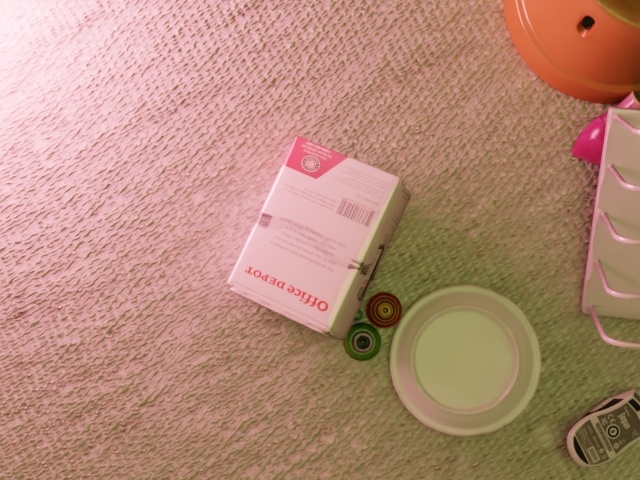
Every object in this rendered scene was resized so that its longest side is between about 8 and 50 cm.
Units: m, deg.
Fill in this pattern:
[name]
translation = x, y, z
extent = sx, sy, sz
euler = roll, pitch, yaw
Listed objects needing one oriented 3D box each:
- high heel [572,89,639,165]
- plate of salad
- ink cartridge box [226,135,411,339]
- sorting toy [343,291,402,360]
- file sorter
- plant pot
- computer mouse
[high heel]
translation = 0.462, -0.089, 1.371
extent = 0.244, 0.082, 0.117
euler = 34, 126, -15
[plate of salad]
translation = 0.192, 0.159, 1.351
extent = 0.199, 0.048, 0.200
euler = -1, 83, 9
[ink cartridge box]
translation = 0.000, 0.000, 1.317
extent = 0.158, 0.092, 0.218
euler = 24, 85, 18
[sorting toy]
translation = 0.066, 0.112, 1.354
extent = 0.061, 0.042, 0.102
euler = 33, 87, 1
[file sorter]
translation = 0.445, -0.009, 1.256
extent = 0.192, 0.173, 0.278
euler = 6, 106, 6
[plant pot]
translation = 0.399, -0.338, 1.304
extent = 0.290, 0.203, 0.291
euler = 0, 86, -2
[computer mouse]
translation = 0.407, 0.234, 1.355
extent = 0.193, 0.042, 0.106
euler = -26, 92, -8
